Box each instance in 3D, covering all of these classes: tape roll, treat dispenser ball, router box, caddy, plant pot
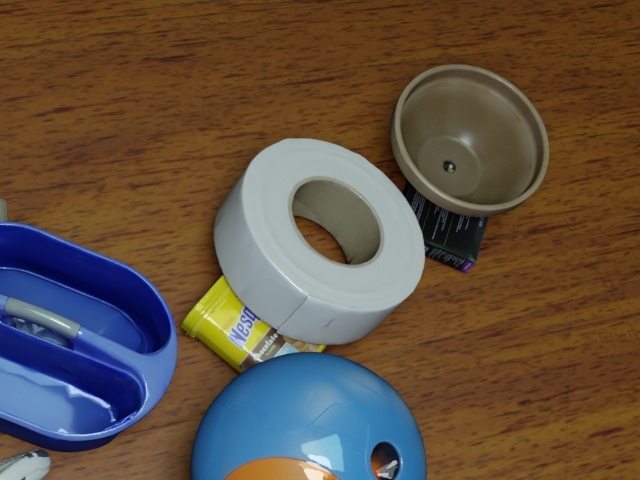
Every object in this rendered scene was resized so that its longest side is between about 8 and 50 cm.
[{"bbox_3d":[0.000,0.000,1.591,0.286,0.100,0.286,18,49,-23],"label":"tape roll"},{"bbox_3d":[-0.014,0.279,1.408,0.288,0.288,0.288,6,66,-14],"label":"treat dispenser ball"},{"bbox_3d":[0.190,-0.057,1.744,0.133,0.046,0.179,23,63,-5],"label":"router box"},{"bbox_3d":[-0.350,0.121,1.441,0.341,0.179,0.241,22,63,-6],"label":"caddy"},{"bbox_3d":[0.205,-0.129,1.691,0.237,0.110,0.237,7,64,-14],"label":"plant pot"}]

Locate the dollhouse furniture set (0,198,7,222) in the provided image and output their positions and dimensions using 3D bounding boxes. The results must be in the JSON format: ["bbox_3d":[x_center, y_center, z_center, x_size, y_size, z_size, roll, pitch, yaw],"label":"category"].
[{"bbox_3d":[-0.529,-0.065,1.517,0.184,0.129,0.129,8,63,-39],"label":"dollhouse furniture set"}]

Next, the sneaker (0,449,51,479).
[{"bbox_3d":[-0.387,0.369,1.381,0.153,0.094,0.235,59,40,-10],"label":"sneaker"}]

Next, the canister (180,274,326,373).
[{"bbox_3d":[-0.086,0.124,1.575,0.170,0.073,0.126,39,63,1],"label":"canister"}]
